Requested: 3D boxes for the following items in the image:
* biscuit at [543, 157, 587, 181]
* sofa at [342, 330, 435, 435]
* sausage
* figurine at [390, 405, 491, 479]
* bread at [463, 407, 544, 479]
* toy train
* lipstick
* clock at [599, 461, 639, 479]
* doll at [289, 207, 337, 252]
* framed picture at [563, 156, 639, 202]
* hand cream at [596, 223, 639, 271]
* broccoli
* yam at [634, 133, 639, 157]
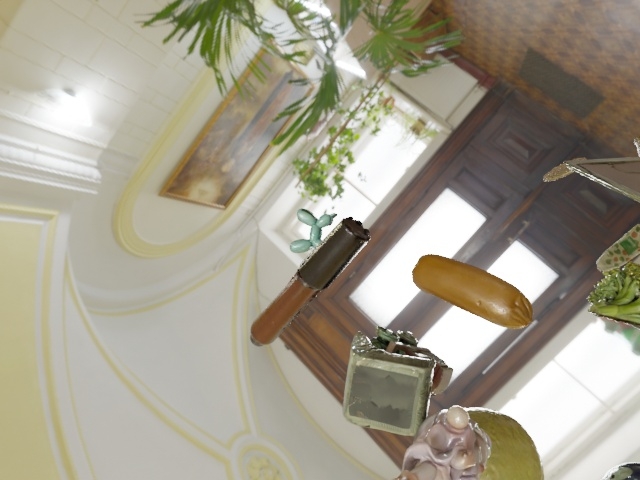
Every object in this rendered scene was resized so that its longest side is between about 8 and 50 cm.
[{"bbox_3d":[0.684,-0.199,1.188,0.015,0.120,0.120,58,-171,-6],"label":"biscuit"},{"bbox_3d":[0.178,0.380,1.130,0.225,0.210,0.176,6,-174,10],"label":"sofa"},{"bbox_3d":[0.428,0.138,1.209,0.353,0.134,0.116,22,149,42],"label":"sausage"},{"bbox_3d":[0.211,0.387,0.731,0.133,0.200,0.276,-1,-179,30],"label":"figurine"},{"bbox_3d":[0.394,0.574,1.049,0.237,0.321,0.320,8,-169,3],"label":"bread"},{"bbox_3d":[0.277,0.396,1.381,0.304,0.150,0.221,22,-173,-46],"label":"toy train"},{"bbox_3d":[-0.042,0.106,0.913,0.077,0.418,0.077,26,-144,-21],"label":"lipstick"},{"bbox_3d":[0.563,0.500,0.741,0.199,0.146,0.243,-52,-42,-46],"label":"clock"},{"bbox_3d":[0.000,0.000,1.128,0.158,0.160,0.059,5,176,4],"label":"doll"},{"bbox_3d":[0.568,-0.087,0.701,0.273,0.016,0.216,-7,-143,-29],"label":"framed picture"},{"bbox_3d":[0.725,0.028,1.020,0.165,0.037,0.057,99,159,-57],"label":"hand cream"},{"bbox_3d":[0.920,0.156,1.239,0.272,0.180,0.242,14,-171,-17],"label":"broccoli"},{"bbox_3d":[0.787,-0.124,0.958,0.066,0.066,0.300,29,-127,-45],"label":"yam"}]
